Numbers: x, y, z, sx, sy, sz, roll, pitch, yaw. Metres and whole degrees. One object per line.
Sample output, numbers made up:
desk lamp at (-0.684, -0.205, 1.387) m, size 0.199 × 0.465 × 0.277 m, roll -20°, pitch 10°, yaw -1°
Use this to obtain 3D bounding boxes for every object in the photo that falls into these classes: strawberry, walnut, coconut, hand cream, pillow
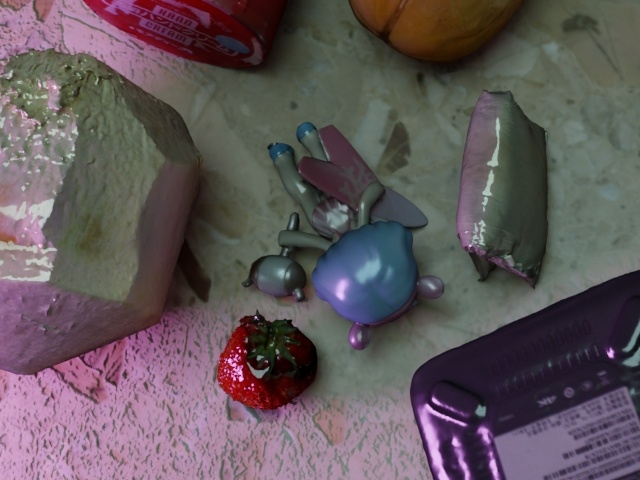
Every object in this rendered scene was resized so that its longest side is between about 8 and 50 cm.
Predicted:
strawberry at (-0.056, 0.128, 1.305) m, size 0.106 × 0.106 × 0.106 m, roll -4°, pitch 73°, yaw 13°
walnut at (0.127, -0.296, 1.338) m, size 0.193 × 0.193 × 0.225 m, roll 22°, pitch 77°, yaw 19°
coconut at (-0.284, -0.018, 1.300) m, size 0.298 × 0.297 × 0.309 m, roll 8°, pitch 73°, yaw 16°
hand cream at (-0.137, -0.298, 1.378) m, size 0.230 × 0.230 × 0.149 m, roll 15°, pitch 80°, yaw 17°
pillow at (0.184, -0.056, 1.279) m, size 0.078 × 0.134 × 0.181 m, roll 0°, pitch 73°, yaw 26°

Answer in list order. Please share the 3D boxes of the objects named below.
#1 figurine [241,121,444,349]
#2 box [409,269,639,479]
figurine at (0.002, -0.008, 1.322) m, size 0.205 × 0.103 × 0.260 m, roll -30°, pitch 59°, yaw 2°
box at (0.241, 0.195, 1.180) m, size 0.290 × 0.073 × 0.289 m, roll -25°, pitch 61°, yaw 21°
